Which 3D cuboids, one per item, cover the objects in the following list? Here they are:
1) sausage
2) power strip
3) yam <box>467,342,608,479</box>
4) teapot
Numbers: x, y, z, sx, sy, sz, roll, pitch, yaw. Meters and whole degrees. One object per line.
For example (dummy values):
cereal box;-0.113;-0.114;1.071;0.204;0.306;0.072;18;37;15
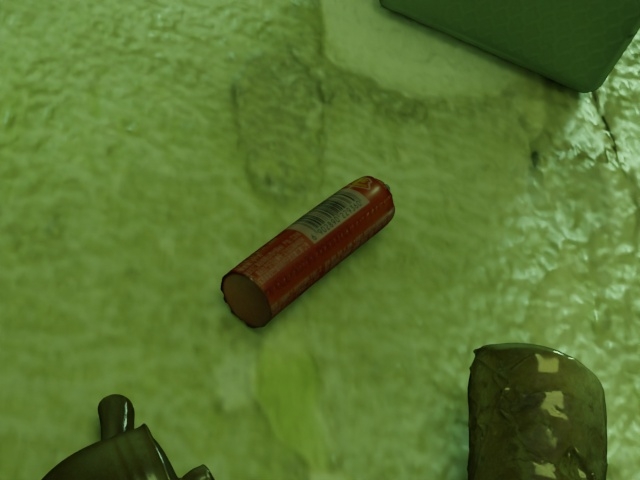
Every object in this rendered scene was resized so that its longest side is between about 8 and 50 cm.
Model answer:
sausage;0.000;0.000;0.695;0.034;0.034;0.129;40;48;12
power strip;0.170;-0.198;0.863;0.224;0.139;0.140;23;45;-3
yam;0.103;0.198;0.543;0.081;0.081;0.357;13;50;-12
teapot;-0.086;0.113;0.558;0.080;0.085;0.110;-23;31;-11
